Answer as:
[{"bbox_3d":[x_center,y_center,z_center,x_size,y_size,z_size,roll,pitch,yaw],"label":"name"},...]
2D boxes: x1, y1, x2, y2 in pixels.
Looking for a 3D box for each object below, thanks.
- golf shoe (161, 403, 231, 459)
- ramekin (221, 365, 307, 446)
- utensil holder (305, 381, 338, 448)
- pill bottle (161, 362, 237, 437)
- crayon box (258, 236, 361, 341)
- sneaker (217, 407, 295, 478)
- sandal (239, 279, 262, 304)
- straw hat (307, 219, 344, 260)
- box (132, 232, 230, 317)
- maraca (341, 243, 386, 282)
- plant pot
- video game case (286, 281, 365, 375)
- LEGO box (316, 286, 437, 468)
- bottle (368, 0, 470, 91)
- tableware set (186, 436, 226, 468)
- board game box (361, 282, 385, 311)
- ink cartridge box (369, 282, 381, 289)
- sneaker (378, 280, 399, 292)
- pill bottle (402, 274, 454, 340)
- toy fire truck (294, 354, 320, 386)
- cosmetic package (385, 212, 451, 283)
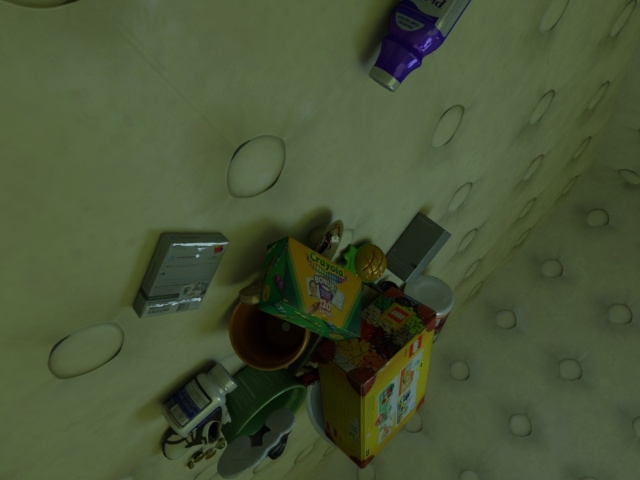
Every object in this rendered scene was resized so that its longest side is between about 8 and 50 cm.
[{"bbox_3d":[-0.373,0.574,1.303,0.272,0.120,0.105,-54,152,14],"label":"golf shoe"},{"bbox_3d":[-0.206,0.535,1.443,0.303,0.148,0.303,-33,147,-25],"label":"ramekin"},{"bbox_3d":[0.179,0.685,1.958,0.386,0.328,0.327,-9,133,-50],"label":"utensil holder"},{"bbox_3d":[-0.326,0.431,1.199,0.187,0.112,0.112,-39,149,-14],"label":"pill bottle"},{"bbox_3d":[-0.015,0.126,1.070,0.081,0.165,0.278,-23,140,37],"label":"crayon box"},{"bbox_3d":[-0.187,0.637,1.331,0.269,0.101,0.153,-30,143,-33],"label":"sneaker"},{"bbox_3d":[-0.107,0.077,1.101,0.240,0.088,0.079,-26,121,-46],"label":"sandal"},{"bbox_3d":[0.000,0.000,1.170,0.144,0.061,0.144,-46,150,-36],"label":"straw hat"},{"bbox_3d":[-0.285,0.070,0.900,0.145,0.038,0.186,-2,128,-52],"label":"box"},{"bbox_3d":[0.140,0.072,1.404,0.186,0.099,0.127,5,88,-39],"label":"maraca"},{"bbox_3d":[-0.116,0.234,1.182,0.205,0.205,0.188,-48,167,0],"label":"plant pot"},{"bbox_3d":[0.021,0.263,1.356,0.274,0.035,0.248,-60,164,21],"label":"video game case"},{"bbox_3d":[0.196,0.473,1.503,0.373,0.193,0.499,-32,135,-33],"label":"LEGO box"},{"bbox_3d":[0.200,-0.434,0.862,0.282,0.118,0.092,-55,152,14],"label":"bottle"},{"bbox_3d":[-0.409,0.764,1.580,0.154,0.024,0.104,-27,147,-35],"label":"tableware set"},{"bbox_3d":[0.095,0.242,1.520,0.165,0.042,0.243,31,107,-37],"label":"board game box"},{"bbox_3d":[0.154,0.207,1.616,0.109,0.062,0.209,-6,130,-50],"label":"ink cartridge box"},{"bbox_3d":[0.226,0.296,1.721,0.135,0.098,0.276,112,3,-64],"label":"sneaker"},{"bbox_3d":[0.462,0.363,2.046,0.224,0.224,0.392,-29,146,-30],"label":"pill bottle"},{"bbox_3d":[-0.057,0.488,1.647,0.192,0.047,0.135,-29,122,13],"label":"toy fire truck"},{"bbox_3d":[0.351,0.030,1.604,0.107,0.127,0.238,11,115,-58],"label":"cosmetic package"}]
